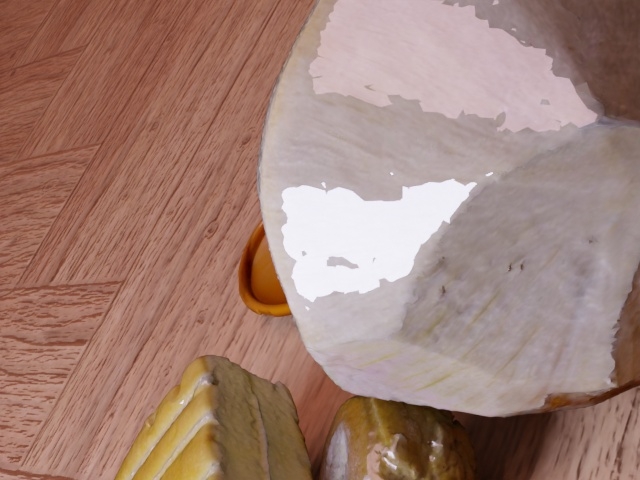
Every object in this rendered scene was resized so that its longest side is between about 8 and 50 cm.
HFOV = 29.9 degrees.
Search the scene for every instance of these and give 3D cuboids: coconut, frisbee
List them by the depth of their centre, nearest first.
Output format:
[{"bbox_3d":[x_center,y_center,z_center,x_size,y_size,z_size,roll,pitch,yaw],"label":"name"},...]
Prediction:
[{"bbox_3d":[0.134,-0.056,0.797,0.415,0.344,0.415,-56,8,13],"label":"coconut"},{"bbox_3d":[0.000,0.000,1.167,0.192,0.035,0.192,-29,36,23],"label":"frisbee"}]

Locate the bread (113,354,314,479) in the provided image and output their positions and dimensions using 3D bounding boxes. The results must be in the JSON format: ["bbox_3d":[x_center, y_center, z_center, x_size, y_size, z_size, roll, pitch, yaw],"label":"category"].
[{"bbox_3d":[-0.102,0.245,0.910,0.246,0.111,0.239,-56,23,21],"label":"bread"}]

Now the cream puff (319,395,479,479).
[{"bbox_3d":[0.059,0.167,0.850,0.144,0.103,0.126,-148,69,-73],"label":"cream puff"}]
